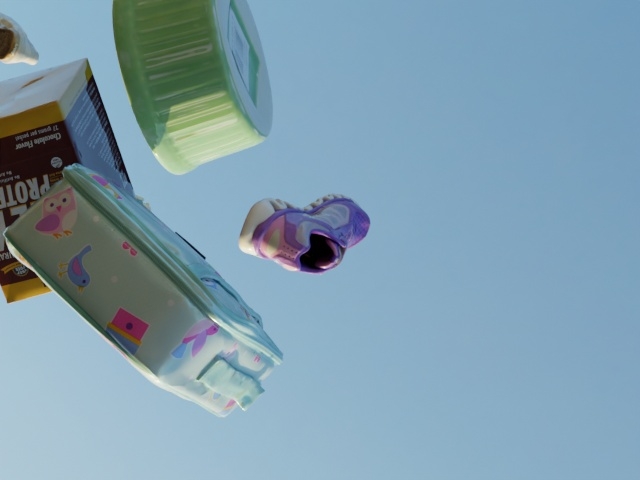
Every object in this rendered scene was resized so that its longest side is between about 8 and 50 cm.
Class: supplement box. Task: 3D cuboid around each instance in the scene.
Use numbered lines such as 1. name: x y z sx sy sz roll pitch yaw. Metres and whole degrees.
1. supplement box: -0.294 -0.068 1.521 0.191 0.129 0.194 -90 164 -69

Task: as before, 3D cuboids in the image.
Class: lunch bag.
1. lunch bag: -0.141 0.052 1.247 0.224 0.279 0.108 40 -93 15

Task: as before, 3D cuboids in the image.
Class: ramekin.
1. ramekin: -0.178 -0.259 2.072 0.148 0.303 0.303 -13 -109 12

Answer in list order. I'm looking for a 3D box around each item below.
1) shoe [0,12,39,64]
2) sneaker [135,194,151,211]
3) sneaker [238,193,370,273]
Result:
1. shoe: -0.534 -0.336 2.340 0.219 0.058 0.076 36 -73 48
2. sneaker: -0.278 0.028 1.983 0.071 0.083 0.190 -12 -98 22
3. sneaker: 0.000 0.000 1.870 0.104 0.236 0.095 31 -69 31
